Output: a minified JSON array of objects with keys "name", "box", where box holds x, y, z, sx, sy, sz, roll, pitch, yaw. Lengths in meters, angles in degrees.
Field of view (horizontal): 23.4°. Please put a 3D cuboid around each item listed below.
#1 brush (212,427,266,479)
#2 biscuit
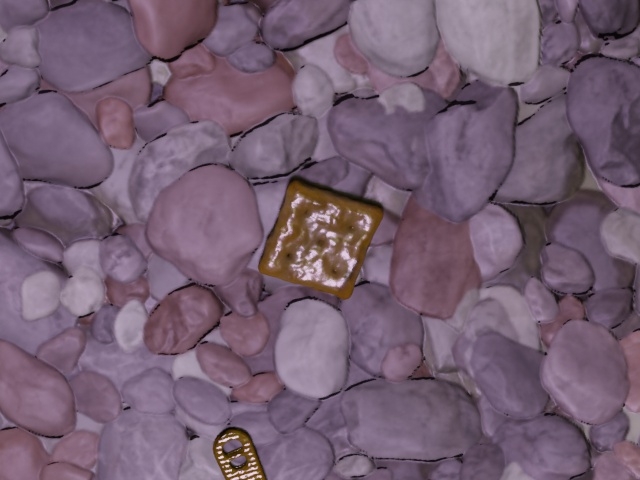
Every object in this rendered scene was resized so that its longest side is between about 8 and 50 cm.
[{"name":"brush","box":[-0.042,0.254,1.315,0.082,0.010,0.218,-22,108,2]},{"name":"biscuit","box":[0.000,0.000,1.229,0.081,0.018,0.083,19,105,-12]}]
